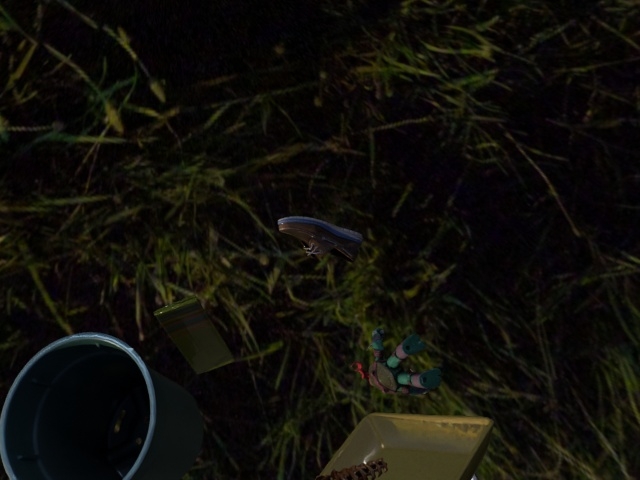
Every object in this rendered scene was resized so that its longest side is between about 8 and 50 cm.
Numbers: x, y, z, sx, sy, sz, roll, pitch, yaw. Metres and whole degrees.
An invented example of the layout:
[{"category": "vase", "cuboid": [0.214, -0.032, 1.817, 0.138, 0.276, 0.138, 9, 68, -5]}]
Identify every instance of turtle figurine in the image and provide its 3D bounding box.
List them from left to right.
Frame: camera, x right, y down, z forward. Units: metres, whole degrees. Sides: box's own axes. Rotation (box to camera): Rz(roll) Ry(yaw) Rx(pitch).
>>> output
[{"category": "turtle figurine", "cuboid": [0.164, 0.278, 1.603, 0.175, 0.234, 0.118, 47, 64, -3]}]

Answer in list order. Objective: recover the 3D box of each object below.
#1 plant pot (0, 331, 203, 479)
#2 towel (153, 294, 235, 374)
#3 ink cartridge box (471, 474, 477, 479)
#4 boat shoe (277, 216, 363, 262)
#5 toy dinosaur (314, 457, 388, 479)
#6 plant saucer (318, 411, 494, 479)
[{"category": "plant pot", "cuboid": [-0.430, 0.399, 1.586, 0.341, 0.341, 0.334, -31, 155, 3]}, {"category": "towel", "cuboid": [-0.280, 0.216, 1.678, 0.102, 0.021, 0.237, -19, 133, 3]}, {"category": "ink cartridge box", "cuboid": [0.355, 0.623, 1.975, 0.090, 0.143, 0.092, -23, 137, -3]}, {"category": "boat shoe", "cuboid": [0.000, 0.000, 1.462, 0.183, 0.066, 0.066, 14, 76, -22]}, {"category": "toy dinosaur", "cuboid": [-0.018, 0.463, 1.144, 0.322, 0.164, 0.218, -33, 104, 1]}, {"category": "plant saucer", "cuboid": [0.136, 0.466, 1.392, 0.333, 0.333, 0.081, -44, 112, -38]}]
